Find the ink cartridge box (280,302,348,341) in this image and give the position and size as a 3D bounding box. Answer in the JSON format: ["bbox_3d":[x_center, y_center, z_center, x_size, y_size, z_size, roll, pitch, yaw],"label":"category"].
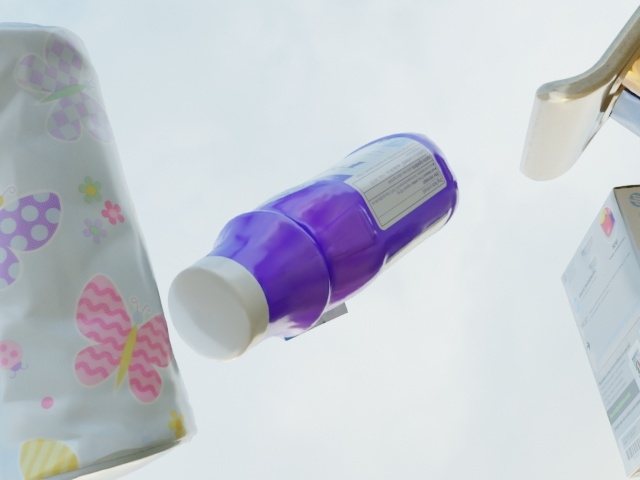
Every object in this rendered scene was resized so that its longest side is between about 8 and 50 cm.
[{"bbox_3d":[-0.007,0.062,0.958,0.083,0.048,0.028,-24,-77,-15],"label":"ink cartridge box"}]

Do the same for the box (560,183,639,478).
[{"bbox_3d":[0.250,0.073,0.798,0.038,0.186,0.145,-7,-31,-10],"label":"box"}]

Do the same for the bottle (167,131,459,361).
[{"bbox_3d":[0.000,0.000,0.749,0.283,0.118,0.092,-33,-83,-52],"label":"bottle"}]

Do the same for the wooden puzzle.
[{"bbox_3d":[0.309,-0.190,0.829,0.348,0.080,0.322,-49,-11,0],"label":"wooden puzzle"}]

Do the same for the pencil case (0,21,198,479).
[{"bbox_3d":[-0.162,0.011,0.591,0.124,0.113,0.273,-13,-100,-40],"label":"pencil case"}]
